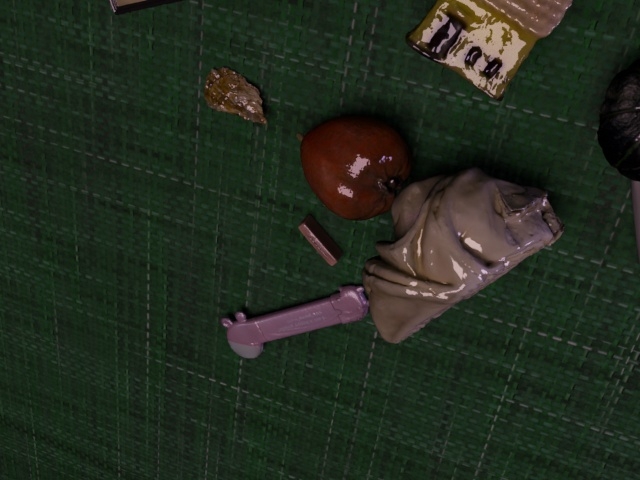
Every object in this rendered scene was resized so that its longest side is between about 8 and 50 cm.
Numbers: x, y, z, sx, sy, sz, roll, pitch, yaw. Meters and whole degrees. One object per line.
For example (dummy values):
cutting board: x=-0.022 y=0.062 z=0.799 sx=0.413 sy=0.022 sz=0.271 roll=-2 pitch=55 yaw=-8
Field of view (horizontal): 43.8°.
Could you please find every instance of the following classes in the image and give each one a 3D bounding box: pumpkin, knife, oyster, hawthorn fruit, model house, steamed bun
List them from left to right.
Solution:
oyster: x=-0.177 y=-0.287 z=1.616 sx=0.121 sy=0.045 sz=0.146 roll=-18 pitch=111 yaw=45
knife: x=-0.058 y=0.185 z=1.847 sx=0.398 sy=0.038 sz=0.132 roll=-18 pitch=113 yaw=28
hawthorn fruit: x=0.046 y=-0.156 z=1.524 sx=0.251 sy=0.199 sz=0.199 roll=33 pitch=129 yaw=26
steamed bun: x=0.229 y=-0.004 z=1.479 sx=0.394 sy=0.346 sz=0.237 roll=-34 pitch=80 yaw=3
model house: x=0.285 y=-0.383 z=1.302 sx=0.193 sy=0.175 sz=0.234 roll=34 pitch=116 yaw=1
pumpkin: x=0.554 y=-0.192 z=1.272 sx=0.220 sy=0.162 sz=0.220 roll=-2 pitch=81 yaw=14

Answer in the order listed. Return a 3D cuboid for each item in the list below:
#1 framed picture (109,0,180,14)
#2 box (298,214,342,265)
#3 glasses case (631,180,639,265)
framed picture: x=-0.352 y=-0.548 z=1.541 sx=0.195 sy=0.010 sz=0.199 roll=-4 pitch=118 yaw=24
box: x=0.000 y=0.000 z=1.705 sx=0.025 sy=0.048 sz=0.115 roll=-34 pitch=104 yaw=30
glasses case: x=0.622 y=-0.038 z=1.406 sx=0.128 sy=0.083 sz=0.308 roll=-4 pitch=118 yaw=25
